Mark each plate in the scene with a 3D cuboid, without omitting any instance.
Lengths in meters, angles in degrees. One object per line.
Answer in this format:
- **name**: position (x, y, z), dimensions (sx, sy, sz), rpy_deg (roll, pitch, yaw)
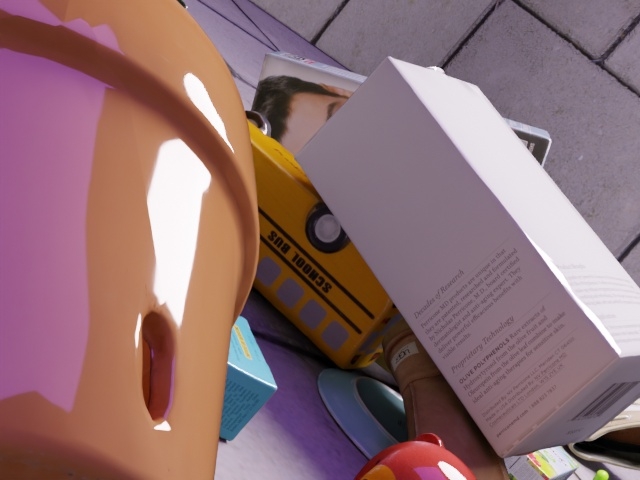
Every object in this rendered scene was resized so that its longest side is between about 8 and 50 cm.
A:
- **plate**: position (0.076, 0.186, 1.159), dimensions (0.188, 0.024, 0.188), rpy_deg (38, 12, -10)

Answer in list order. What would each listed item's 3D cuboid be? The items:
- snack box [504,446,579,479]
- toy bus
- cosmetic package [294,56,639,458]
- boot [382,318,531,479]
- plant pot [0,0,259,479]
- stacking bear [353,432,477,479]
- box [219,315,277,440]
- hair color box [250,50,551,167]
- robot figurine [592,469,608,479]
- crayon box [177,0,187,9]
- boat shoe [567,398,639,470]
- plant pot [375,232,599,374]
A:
- **snack box**: position (0.243, 0.249, 1.394), dimensions (0.100, 0.037, 0.141), rpy_deg (47, 15, 22)
- **toy bus**: position (-0.041, -0.021, 1.258), dimensions (0.333, 0.130, 0.108), rpy_deg (42, 13, 18)
- **cosmetic package**: position (0.163, 0.010, 1.138), dimensions (0.197, 0.155, 0.365), rpy_deg (6, 43, -53)
- **boot**: position (0.155, 0.217, 1.087), dimensions (0.236, 0.089, 0.269), rpy_deg (31, 26, -25)
- **plant pot**: position (-0.156, 0.046, 0.450), dimensions (0.291, 0.291, 0.203), rpy_deg (30, 32, -38)
- **stacking bear**: position (0.109, 0.242, 0.789), dimensions (0.164, 0.175, 0.289), rpy_deg (28, 10, -37)
- **box**: position (-0.150, 0.054, 0.865), dimensions (0.244, 0.060, 0.100), rpy_deg (32, 15, -33)
- **hair color box**: position (0.090, -0.105, 1.528), dimensions (0.374, 0.185, 0.113), rpy_deg (18, 13, 6)
- **robot figurine**: position (0.346, 0.322, 1.376), dimensions (0.115, 0.067, 0.101), rpy_deg (25, 18, -51)
- **crayon box**: position (-0.279, -0.256, 1.228), dimensions (0.081, 0.202, 0.318), rpy_deg (27, 18, -45)
- **boat shoe**: position (0.487, 0.282, 1.627), dimensions (0.302, 0.113, 0.103), rpy_deg (3, 28, 14)
- **plant pot**: position (0.189, 0.056, 1.357), dimensions (0.254, 0.239, 0.254), rpy_deg (29, 11, -6)
